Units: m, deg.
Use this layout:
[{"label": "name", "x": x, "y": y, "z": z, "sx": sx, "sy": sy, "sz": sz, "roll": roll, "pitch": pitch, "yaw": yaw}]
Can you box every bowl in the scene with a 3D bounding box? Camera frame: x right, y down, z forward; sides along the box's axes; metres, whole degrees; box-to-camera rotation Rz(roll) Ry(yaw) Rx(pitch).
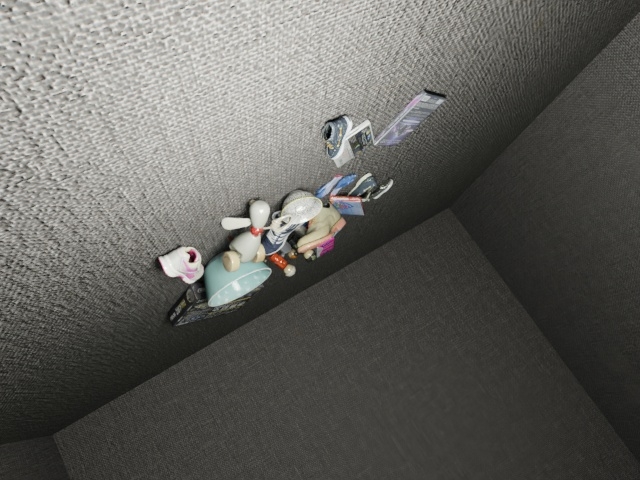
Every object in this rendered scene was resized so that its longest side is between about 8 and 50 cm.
[{"label": "bowl", "x": -0.086, "y": -0.146, "z": 1.683, "sx": 0.170, "sy": 0.080, "sz": 0.170, "roll": -18, "pitch": 152, "yaw": -10}, {"label": "bowl", "x": -0.392, "y": 0.145, "z": 1.886, "sx": 0.312, "sy": 0.163, "sz": 0.311, "roll": -31, "pitch": 166, "yaw": -8}]

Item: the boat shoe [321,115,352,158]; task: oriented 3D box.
[{"label": "boat shoe", "x": 0.035, "y": -0.330, "z": 1.393, "sx": 0.083, "sy": 0.065, "sz": 0.183, "roll": -24, "pitch": 157, "yaw": -28}]

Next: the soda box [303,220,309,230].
[{"label": "soda box", "x": 0.005, "y": -0.068, "z": 2.148, "sx": 0.210, "sy": 0.067, "sz": 0.071, "roll": -1, "pitch": 147, "yaw": -45}]

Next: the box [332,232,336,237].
[{"label": "box", "x": 0.022, "y": -0.041, "z": 2.099, "sx": 0.137, "sy": 0.027, "sz": 0.094, "roll": -8, "pitch": 148, "yaw": -36}]

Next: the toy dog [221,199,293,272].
[{"label": "toy dog", "x": -0.281, "y": -0.036, "z": 1.616, "sx": 0.333, "sy": 0.161, "sz": 0.220, "roll": -52, "pitch": 152, "yaw": 21}]

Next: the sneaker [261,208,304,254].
[{"label": "sneaker", "x": -0.186, "y": -0.040, "z": 1.825, "sx": 0.282, "sy": 0.099, "sz": 0.153, "roll": -44, "pitch": 169, "yaw": 17}]

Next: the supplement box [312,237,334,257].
[{"label": "supplement box", "x": 0.000, "y": 0.000, "z": 2.368, "sx": 0.111, "sy": 0.113, "sz": 0.220, "roll": -30, "pitch": 165, "yaw": -8}]

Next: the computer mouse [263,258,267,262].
[{"label": "computer mouse", "x": -0.358, "y": 0.148, "z": 2.237, "sx": 0.106, "sy": 0.042, "sz": 0.193, "roll": -17, "pitch": 157, "yaw": -43}]

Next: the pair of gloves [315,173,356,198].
[{"label": "pair of gloves", "x": 0.065, "y": -0.237, "z": 1.864, "sx": 0.198, "sy": 0.023, "sz": 0.159, "roll": -17, "pitch": 160, "yaw": -50}]

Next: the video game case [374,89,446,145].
[{"label": "video game case", "x": 0.347, "y": -0.471, "z": 1.665, "sx": 0.274, "sy": 0.026, "sz": 0.196, "roll": -41, "pitch": 164, "yaw": 36}]

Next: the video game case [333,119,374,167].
[{"label": "video game case", "x": 0.116, "y": -0.353, "z": 1.570, "sx": 0.173, "sy": 0.022, "sz": 0.190, "roll": -33, "pitch": 166, "yaw": 5}]

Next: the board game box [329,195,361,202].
[{"label": "board game box", "x": 0.137, "y": -0.169, "z": 2.091, "sx": 0.145, "sy": 0.027, "sz": 0.281, "roll": 2, "pitch": 171, "yaw": 10}]

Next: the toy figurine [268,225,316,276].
[{"label": "toy figurine", "x": -0.120, "y": 0.042, "z": 2.006, "sx": 0.213, "sy": 0.148, "sz": 0.209, "roll": -40, "pitch": -161, "yaw": 23}]

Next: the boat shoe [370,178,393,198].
[{"label": "boat shoe", "x": 0.324, "y": -0.277, "z": 2.258, "sx": 0.040, "sy": 0.049, "sz": 0.142, "roll": 32, "pitch": 117, "yaw": -32}]

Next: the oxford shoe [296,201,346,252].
[{"label": "oxford shoe", "x": -0.021, "y": -0.061, "z": 1.886, "sx": 0.141, "sy": 0.146, "sz": 0.397, "roll": -26, "pitch": -172, "yaw": 27}]

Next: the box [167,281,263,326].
[{"label": "box", "x": -0.536, "y": 0.304, "z": 2.186, "sx": 0.395, "sy": 0.097, "sz": 0.318, "roll": -7, "pitch": 154, "yaw": -45}]

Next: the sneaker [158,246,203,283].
[{"label": "sneaker", "x": -0.490, "y": 0.088, "z": 1.593, "sx": 0.111, "sy": 0.102, "sz": 0.252, "roll": -31, "pitch": 167, "yaw": 2}]

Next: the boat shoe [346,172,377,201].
[{"label": "boat shoe", "x": 0.204, "y": -0.232, "z": 2.072, "sx": 0.095, "sy": 0.079, "sz": 0.254, "roll": -26, "pitch": 166, "yaw": -32}]
